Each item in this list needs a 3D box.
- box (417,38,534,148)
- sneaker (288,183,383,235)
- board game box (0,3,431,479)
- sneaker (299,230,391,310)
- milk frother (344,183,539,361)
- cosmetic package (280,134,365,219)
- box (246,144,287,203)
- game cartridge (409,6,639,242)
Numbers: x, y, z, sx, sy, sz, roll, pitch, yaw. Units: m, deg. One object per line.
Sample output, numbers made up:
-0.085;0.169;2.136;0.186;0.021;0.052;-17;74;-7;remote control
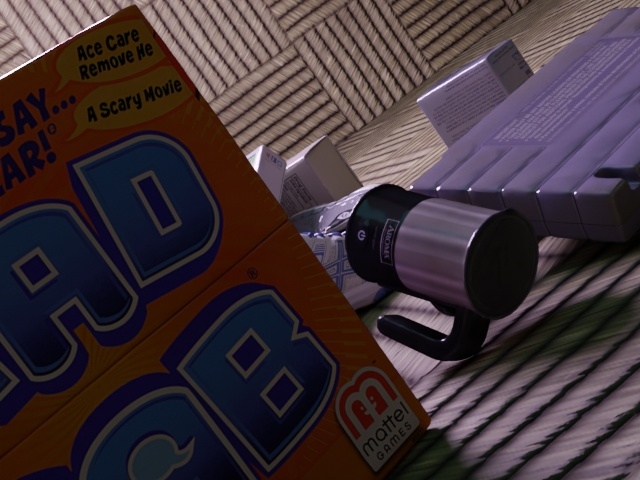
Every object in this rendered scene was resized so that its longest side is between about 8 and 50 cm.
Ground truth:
0.217;-0.160;1.357;0.126;0.137;0.072;-27;10;46;box
0.000;0.000;1.536;0.228;0.086;0.132;-30;12;29;sneaker
-0.222;0.123;0.765;0.356;0.356;0.356;-41;9;-35;board game box
0.006;0.026;1.192;0.296;0.131;0.112;-40;7;-37;sneaker
0.117;0.019;0.863;0.143;0.129;0.134;-18;23;-36;milk frother
-0.076;-0.024;1.753;0.296;0.153;0.129;-30;10;27;cosmetic package
-0.162;0.038;1.566;0.232;0.058;0.322;-28;39;39;box
0.267;-0.117;0.969;0.355;0.068;0.230;-40;23;-30;game cartridge
